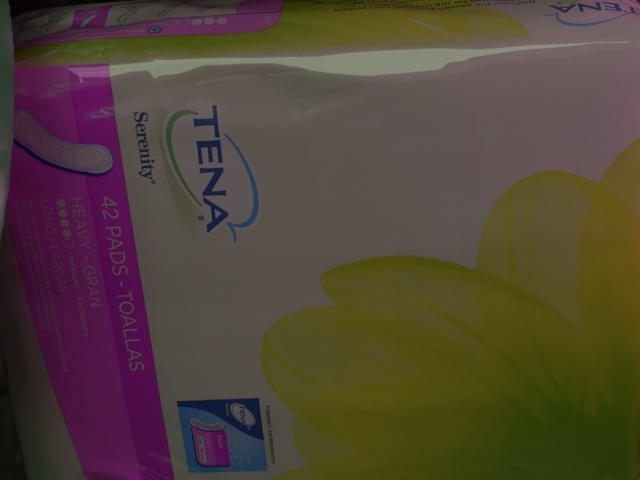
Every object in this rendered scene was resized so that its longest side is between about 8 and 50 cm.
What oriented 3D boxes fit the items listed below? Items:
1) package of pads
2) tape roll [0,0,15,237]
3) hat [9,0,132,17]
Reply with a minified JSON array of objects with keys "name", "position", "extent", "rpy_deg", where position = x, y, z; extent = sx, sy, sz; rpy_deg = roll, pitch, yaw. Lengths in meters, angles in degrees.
[{"name":"package of pads","position":[0.000,0.000,0.477],"extent":[0.297,0.101,0.229],"rpy_deg":[-2,116,2]},{"name":"tape roll","position":[-0.238,-0.009,0.432],"extent":[0.321,0.077,0.321],"rpy_deg":[-14,71,44]},{"name":"hat","position":[-0.170,-0.119,0.562],"extent":[0.331,0.134,0.331],"rpy_deg":[-1,84,10]}]
